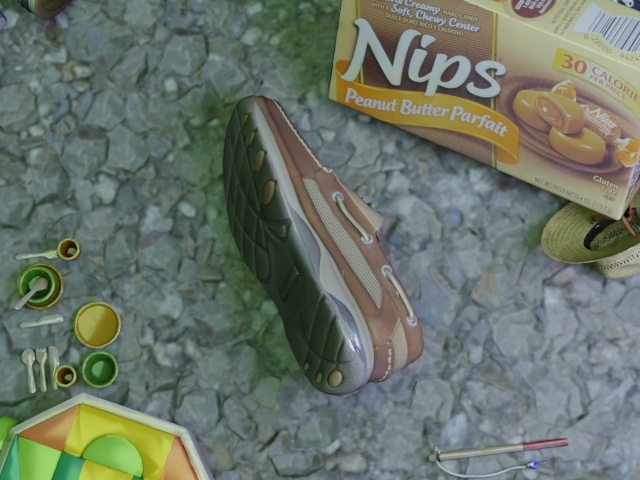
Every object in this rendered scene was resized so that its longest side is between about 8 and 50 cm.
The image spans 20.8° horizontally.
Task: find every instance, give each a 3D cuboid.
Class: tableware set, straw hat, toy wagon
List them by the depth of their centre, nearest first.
[{"bbox_3d":[-0.228,0.327,1.656,0.267,0.068,0.344,18,81,10],"label":"toy wagon"},{"bbox_3d":[0.289,0.001,1.668,0.144,0.144,0.061,-28,117,0],"label":"straw hat"},{"bbox_3d":[-0.252,0.075,1.734,0.104,0.024,0.154,-8,77,4],"label":"tableware set"}]

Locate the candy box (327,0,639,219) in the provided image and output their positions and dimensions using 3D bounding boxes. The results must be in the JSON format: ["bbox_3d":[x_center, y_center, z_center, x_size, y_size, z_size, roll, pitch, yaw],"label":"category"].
[{"bbox_3d":[0.170,-0.164,1.640,0.316,0.183,0.087,25,48,15],"label":"candy box"}]

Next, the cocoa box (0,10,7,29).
[{"bbox_3d":[-0.520,-0.176,1.709,0.231,0.228,0.347,35,84,11],"label":"cocoa box"}]

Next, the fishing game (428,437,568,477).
[{"bbox_3d":[0.176,0.310,1.611,0.189,0.041,0.264,-7,66,5],"label":"fishing game"}]

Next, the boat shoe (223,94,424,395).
[{"bbox_3d":[0.000,0.000,1.689,0.116,0.123,0.324,-10,65,-30],"label":"boat shoe"}]

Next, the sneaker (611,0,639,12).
[{"bbox_3d":[0.284,-0.228,1.642,0.282,0.153,0.099,-7,55,23],"label":"sneaker"}]

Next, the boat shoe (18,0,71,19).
[{"bbox_3d":[-0.266,-0.333,1.797,0.073,0.080,0.223,18,75,15],"label":"boat shoe"}]
